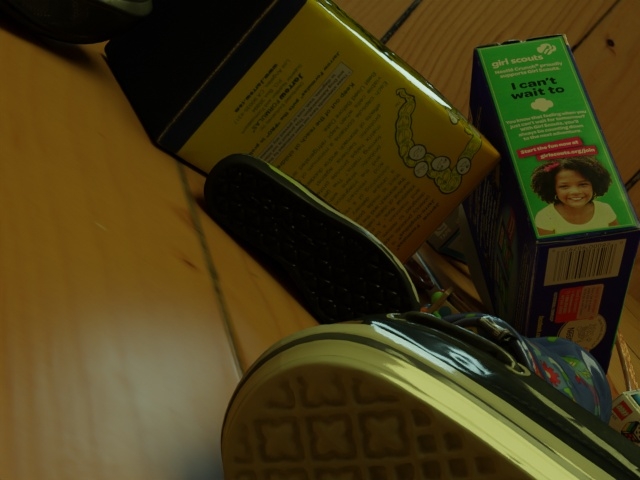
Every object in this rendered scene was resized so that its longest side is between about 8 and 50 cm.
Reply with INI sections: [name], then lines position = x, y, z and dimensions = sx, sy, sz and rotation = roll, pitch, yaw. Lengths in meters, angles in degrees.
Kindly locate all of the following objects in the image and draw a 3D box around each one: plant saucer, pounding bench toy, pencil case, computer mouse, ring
[plant saucer]
position = 0.105, 0.032, 1.376
dimensions = 0.083, 0.013, 0.083
rotation = 39, 13, -11
[pounding bench toy]
position = 0.135, 0.088, 1.186
dimensions = 0.065, 0.052, 0.083
rotation = 44, 12, 7
[pencil case]
position = 0.160, 0.130, 0.957
dimensions = 0.133, 0.119, 0.306
rotation = 60, 17, 20
[computer mouse]
position = -0.278, -0.239, 1.008
dimensions = 0.272, 0.072, 0.188
rotation = 12, 32, -43
[ring]
position = 0.400, 0.135, 1.632
dimensions = 0.336, 0.032, 0.337
rotation = 52, 25, -38

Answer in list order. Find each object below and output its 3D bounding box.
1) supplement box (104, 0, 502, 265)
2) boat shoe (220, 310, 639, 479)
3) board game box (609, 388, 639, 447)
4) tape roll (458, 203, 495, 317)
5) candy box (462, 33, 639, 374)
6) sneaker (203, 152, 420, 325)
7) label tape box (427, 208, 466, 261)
[supplement box]
position = -0.013, -0.142, 1.177
dimensions = 0.356, 0.195, 0.194
rotation = 32, 16, -42
[boat shoe]
position = 0.171, 0.207, 0.601
dimensions = 0.500, 0.187, 0.156
rotation = 37, 18, 1
[board game box]
position = 0.468, 0.316, 1.369
dimensions = 0.305, 0.053, 0.193
rotation = 53, 16, 20
[tape roll]
position = 0.272, 0.003, 1.599
dimensions = 0.219, 0.072, 0.219
rotation = 36, 47, -51
[candy box]
position = 0.255, -0.035, 1.311
dimensions = 0.268, 0.122, 0.317
rotation = 86, -5, -49
[sneaker]
position = 0.000, 0.000, 0.993
dimensions = 0.234, 0.084, 0.097
rotation = 44, 11, 6
[label tape box]
position = 0.165, -0.110, 1.824
dimensions = 0.334, 0.106, 0.240
rotation = 49, 15, 27
